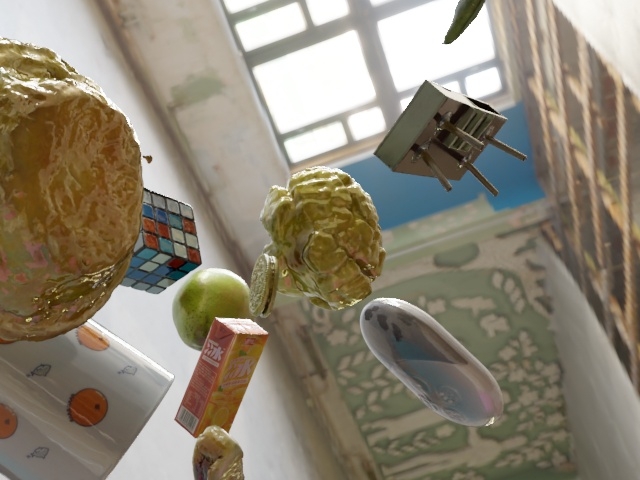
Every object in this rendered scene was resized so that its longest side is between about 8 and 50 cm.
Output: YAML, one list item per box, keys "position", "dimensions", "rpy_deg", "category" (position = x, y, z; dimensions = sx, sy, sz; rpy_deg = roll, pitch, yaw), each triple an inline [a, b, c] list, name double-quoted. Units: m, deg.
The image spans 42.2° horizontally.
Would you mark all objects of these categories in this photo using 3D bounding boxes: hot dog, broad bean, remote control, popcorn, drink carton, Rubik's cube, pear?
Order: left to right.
- position: [-0.363, 0.002, 1.744]
  dimensions: [0.154, 0.151, 0.155]
  rpy_deg: [24, 43, -46]
  category: "Rubik's cube"
- position: [-0.236, 0.162, 1.819]
  dimensions: [0.220, 0.187, 0.188]
  rpy_deg: [-97, 167, -60]
  category: "pear"
- position: [-0.183, 0.429, 1.473]
  dimensions: [0.084, 0.073, 0.243]
  rpy_deg: [34, -40, 32]
  category: "hot dog"
- position: [-0.186, 0.258, 1.567]
  dimensions: [0.071, 0.223, 0.096]
  rpy_deg: [30, 14, 37]
  category: "drink carton"
- position: [0.000, 0.000, 1.316]
  dimensions: [0.226, 0.200, 0.203]
  rpy_deg: [39, -25, 1]
  category: "popcorn"
- position: [0.210, 0.236, 1.595]
  dimensions: [0.332, 0.103, 0.221]
  rpy_deg: [44, -29, 0]
  category: "remote control"
- position: [0.310, -0.491, 1.557]
  dimensions: [0.043, 0.298, 0.060]
  rpy_deg: [29, 5, -21]
  category: "broad bean"

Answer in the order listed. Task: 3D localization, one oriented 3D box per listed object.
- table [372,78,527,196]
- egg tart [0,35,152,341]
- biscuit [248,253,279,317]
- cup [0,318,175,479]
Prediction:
- position: [0.197, -0.127, 1.159]
  dimensions: [0.111, 0.122, 0.240]
  rpy_deg: [44, 22, 23]
  category: "table"
- position: [-0.269, -0.054, 0.826]
  dimensions: [0.319, 0.128, 0.319]
  rpy_deg: [7, 82, -58]
  category: "egg tart"
- position: [-0.075, 0.060, 1.097]
  dimensions: [0.084, 0.023, 0.084]
  rpy_deg: [-169, -90, -73]
  category: "biscuit"
- position: [-0.366, 0.159, 1.011]
  dimensions: [0.317, 0.212, 0.212]
  rpy_deg: [38, 10, -5]
  category: "cup"
